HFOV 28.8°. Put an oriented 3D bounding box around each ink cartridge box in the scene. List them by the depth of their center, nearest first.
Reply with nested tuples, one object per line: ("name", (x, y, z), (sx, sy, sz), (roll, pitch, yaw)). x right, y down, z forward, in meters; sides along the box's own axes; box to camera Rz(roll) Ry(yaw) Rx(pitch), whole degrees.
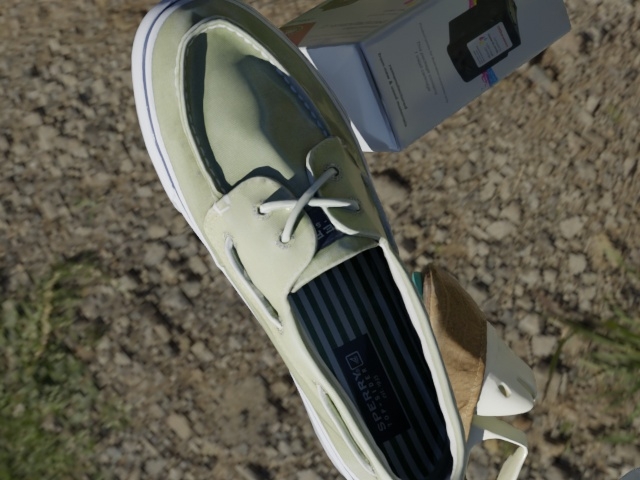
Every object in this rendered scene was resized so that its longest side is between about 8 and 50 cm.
("ink cartridge box", (0.054, -0.128, 0.798), (0.127, 0.175, 0.072), (5, 124, 50))

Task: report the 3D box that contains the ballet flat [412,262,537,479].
("ballet flat", (0.134, 0.169, 1.162), (0.124, 0.116, 0.342), (5, 121, 4))

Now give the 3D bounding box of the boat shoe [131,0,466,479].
("boat shoe", (0.000, 0.000, 0.656), (0.109, 0.094, 0.302), (-30, 95, -15))

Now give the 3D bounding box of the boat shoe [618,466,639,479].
("boat shoe", (0.210, 0.235, 0.875), (0.109, 0.091, 0.305), (21, 151, -8))
